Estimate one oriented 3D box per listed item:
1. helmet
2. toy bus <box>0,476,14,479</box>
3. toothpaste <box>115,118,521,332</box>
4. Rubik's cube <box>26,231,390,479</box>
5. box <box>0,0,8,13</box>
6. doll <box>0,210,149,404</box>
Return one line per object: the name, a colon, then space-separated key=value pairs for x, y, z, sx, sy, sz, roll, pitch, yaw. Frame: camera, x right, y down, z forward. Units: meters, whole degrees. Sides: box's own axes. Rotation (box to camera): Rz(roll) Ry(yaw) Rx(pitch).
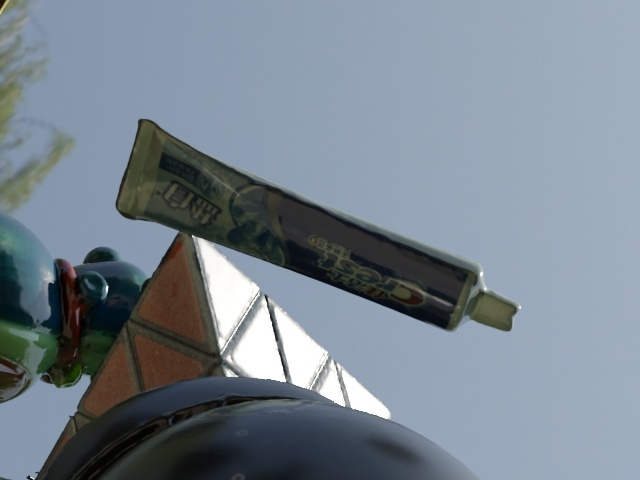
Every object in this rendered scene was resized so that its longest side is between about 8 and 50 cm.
helmet: x=-0.004 y=0.158 z=0.668 sx=0.230 sy=0.279 sz=0.160 roll=-7 pitch=-22 yaw=-17
toy bus: x=-0.273 y=0.313 z=1.095 sx=0.162 sy=0.323 sz=0.194 roll=6 pitch=-42 yaw=6
toothpaste: x=0.000 y=0.000 z=1.146 sx=0.268 sy=0.047 sz=0.069 roll=22 pitch=-24 yaw=3
Rubik's cube: x=-0.079 y=0.158 z=1.406 sx=0.233 sy=0.229 sz=0.228 roll=32 pitch=-103 yaw=-1
box: x=-0.279 y=-0.304 z=1.449 sx=0.153 sy=0.074 sz=0.240 roll=34 pitch=-97 yaw=-32
doll: x=-0.283 y=0.067 z=1.563 sx=0.322 sy=0.186 sz=0.198 roll=10 pitch=-30 yaw=-29
